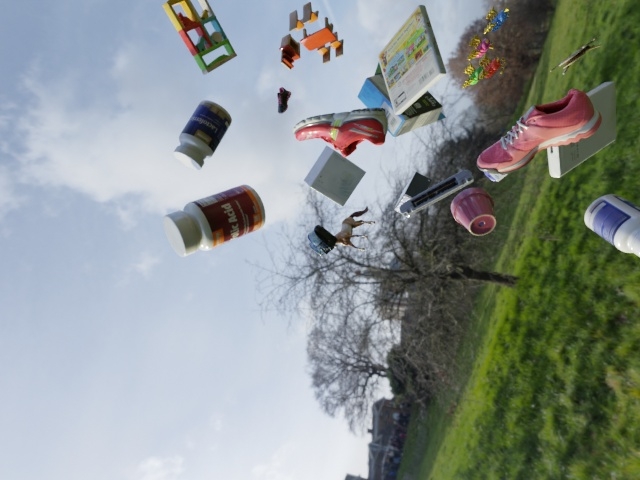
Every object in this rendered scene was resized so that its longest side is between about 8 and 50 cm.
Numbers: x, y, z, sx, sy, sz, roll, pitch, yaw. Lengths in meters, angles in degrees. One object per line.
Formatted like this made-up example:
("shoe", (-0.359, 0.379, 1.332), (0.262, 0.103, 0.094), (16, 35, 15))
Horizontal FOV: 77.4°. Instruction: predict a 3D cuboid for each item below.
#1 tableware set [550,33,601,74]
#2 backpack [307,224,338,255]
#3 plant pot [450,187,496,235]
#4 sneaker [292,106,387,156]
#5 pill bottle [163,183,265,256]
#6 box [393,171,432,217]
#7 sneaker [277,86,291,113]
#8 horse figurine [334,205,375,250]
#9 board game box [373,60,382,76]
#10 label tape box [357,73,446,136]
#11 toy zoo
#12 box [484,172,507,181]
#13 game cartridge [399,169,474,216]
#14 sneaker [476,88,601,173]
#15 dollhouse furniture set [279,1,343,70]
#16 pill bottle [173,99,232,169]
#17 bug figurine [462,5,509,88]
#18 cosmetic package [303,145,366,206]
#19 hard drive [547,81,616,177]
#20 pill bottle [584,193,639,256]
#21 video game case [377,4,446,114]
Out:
("tableware set", (0.905, -0.645, 1.399), (0.194, 0.128, 0.039), (-37, -89, -34))
("backpack", (0.000, 0.000, 1.673), (0.114, 0.084, 0.105), (42, -153, -8))
("plant pot", (0.761, -0.128, 1.951), (0.180, 0.202, 0.201), (-93, -9, -50))
("sneaker", (0.045, -0.281, 1.070), (0.107, 0.279, 0.118), (-28, -65, -53))
("pill bottle", (-0.458, -0.088, 1.751), (0.393, 0.224, 0.223), (-27, -58, -34))
("box", (0.452, -0.223, 1.962), (0.155, 0.093, 0.158), (-59, -3, -27))
("sneaker", (-0.155, -0.557, 1.584), (0.057, 0.047, 0.119), (33, -122, -45))
("horse figurine", (0.143, -0.048, 1.807), (0.066, 0.175, 0.263), (69, -145, -45))
("board game box", (0.328, -0.792, 1.958), (0.030, 0.136, 0.259), (72, -145, -66))
("label tape box", (0.354, -0.570, 1.604), (0.334, 0.240, 0.105), (-27, -18, -30))
("toy zoo", (-0.440, -0.776, 1.445), (0.293, 0.030, 0.192), (60, -137, -28))
("box", (0.742, -0.304, 1.638), (0.028, 0.081, 0.136), (-43, -3, -37))
("game cartridge", (0.461, -0.186, 1.587), (0.060, 0.295, 0.196), (64, -160, 9))
("sneaker", (0.567, -0.300, 1.086), (0.136, 0.314, 0.115), (43, -143, -32))
("dollhouse furniture set", (-0.056, -0.892, 1.814), (0.262, 0.259, 0.134), (21, -114, -52))
("pill bottle", (-0.495, -0.438, 1.673), (0.264, 0.153, 0.153), (-66, -27, -16))
("bug figurine", (0.609, -0.687, 1.461), (0.216, 0.072, 0.278), (144, 138, -79))
("cosmetic package", (0.075, -0.336, 2.092), (0.224, 0.138, 0.224), (28, -80, -28))
("hard drive", (0.982, -0.417, 1.498), (0.353, 0.047, 0.232), (-30, -64, -18))
("pill bottle", (0.791, -0.033, 1.027), (0.186, 0.112, 0.111), (-99, -1, -58))
("video game case", (0.259, -0.516, 1.167), (0.227, 0.026, 0.206), (-29, 75, 65))
